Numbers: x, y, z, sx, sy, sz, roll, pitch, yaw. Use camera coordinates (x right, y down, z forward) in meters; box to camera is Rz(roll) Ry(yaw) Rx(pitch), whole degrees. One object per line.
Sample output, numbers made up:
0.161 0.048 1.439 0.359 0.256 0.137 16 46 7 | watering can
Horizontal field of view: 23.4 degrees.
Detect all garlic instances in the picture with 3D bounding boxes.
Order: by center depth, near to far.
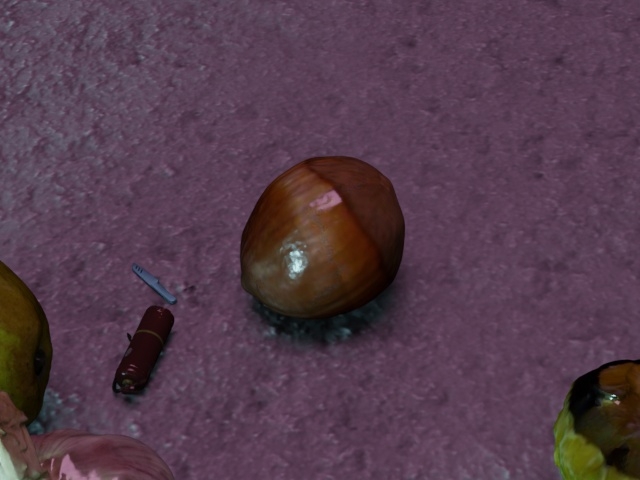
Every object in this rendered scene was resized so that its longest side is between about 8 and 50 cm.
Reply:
-0.257 0.243 1.444 0.245 0.253 0.245 -9 36 6 | garlic

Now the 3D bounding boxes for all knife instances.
-0.199 0.051 1.846 0.014 0.005 0.091 -31 47 -27 | knife

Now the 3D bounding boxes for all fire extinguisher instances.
-0.202 0.128 1.730 0.056 0.039 0.132 -21 31 33 | fire extinguisher

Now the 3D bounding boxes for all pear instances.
-0.430 0.102 1.617 0.307 0.253 0.253 6 41 8 | pear

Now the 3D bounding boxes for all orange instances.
0.400 0.229 1.429 0.369 0.210 0.271 2 17 4 | orange

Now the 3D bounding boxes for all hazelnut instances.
0.000 0.000 1.772 0.214 0.176 0.214 -32 14 9 | hazelnut
